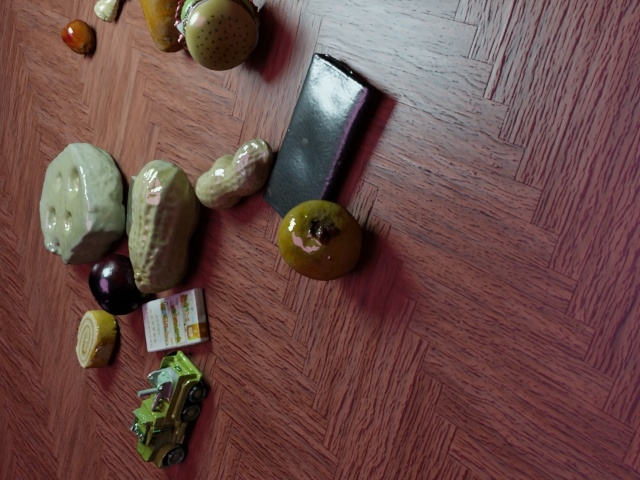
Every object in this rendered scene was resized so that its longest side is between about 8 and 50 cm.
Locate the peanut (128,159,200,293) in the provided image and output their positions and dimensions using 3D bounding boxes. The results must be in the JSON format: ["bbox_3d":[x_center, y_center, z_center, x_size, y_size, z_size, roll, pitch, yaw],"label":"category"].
[{"bbox_3d":[-0.345,-0.024,1.688,0.152,0.152,0.313,27,116,42],"label":"peanut"}]

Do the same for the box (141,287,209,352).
[{"bbox_3d":[-0.336,0.187,1.763,0.220,0.032,0.122,-17,78,44],"label":"box"}]

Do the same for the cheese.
[{"bbox_3d":[-0.613,-0.085,1.969,0.326,0.115,0.318,37,116,45],"label":"cheese"}]

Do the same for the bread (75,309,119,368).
[{"bbox_3d":[-0.577,0.253,1.985,0.122,0.073,0.149,43,118,42],"label":"bread"}]

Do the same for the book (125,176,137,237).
[{"bbox_3d":[-0.440,-0.070,1.824,0.199,0.016,0.138,-144,63,-65],"label":"book"}]

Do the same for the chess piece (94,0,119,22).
[{"bbox_3d":[-0.498,-0.619,1.901,0.172,0.060,0.060,-38,65,36],"label":"chess piece"}]

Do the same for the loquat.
[{"bbox_3d":[0.000,0.000,1.343,0.163,0.137,0.163,41,160,19],"label":"loquat"}]

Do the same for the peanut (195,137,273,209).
[{"bbox_3d":[-0.172,-0.131,1.557,0.228,0.086,0.104,-24,71,41],"label":"peanut"}]

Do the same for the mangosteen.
[{"bbox_3d":[-0.476,0.102,1.840,0.152,0.152,0.152,1,91,45],"label":"mangosteen"}]

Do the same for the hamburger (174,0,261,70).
[{"bbox_3d":[-0.197,-0.416,1.511,0.175,0.175,0.137,-59,30,28],"label":"hamburger"}]

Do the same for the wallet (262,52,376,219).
[{"bbox_3d":[-0.008,-0.170,1.423,0.170,0.044,0.321,43,123,37],"label":"wallet"}]

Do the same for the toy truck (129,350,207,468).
[{"bbox_3d":[-0.362,0.385,1.723,0.128,0.135,0.259,38,120,39],"label":"toy truck"}]

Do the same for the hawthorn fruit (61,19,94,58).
[{"bbox_3d":[-0.635,-0.531,2.030,0.081,0.081,0.093,-25,102,43],"label":"hawthorn fruit"}]

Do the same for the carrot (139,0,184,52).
[{"bbox_3d":[-0.328,-0.528,1.686,0.159,0.159,0.225,21,119,43],"label":"carrot"}]
